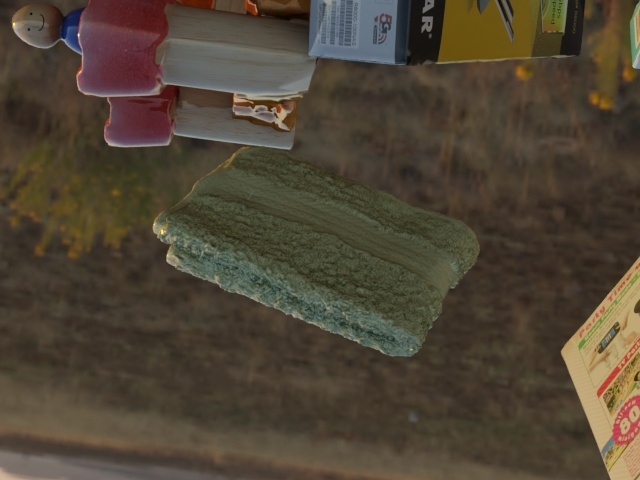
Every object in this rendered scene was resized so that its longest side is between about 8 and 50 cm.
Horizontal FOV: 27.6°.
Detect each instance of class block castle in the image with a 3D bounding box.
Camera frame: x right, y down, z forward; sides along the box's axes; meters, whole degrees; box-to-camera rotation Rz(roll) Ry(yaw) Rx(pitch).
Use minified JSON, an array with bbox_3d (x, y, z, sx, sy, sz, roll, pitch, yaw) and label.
[{"bbox_3d":[-0.094,-0.305,0.995,0.213,0.453,0.303,7,174,-4],"label":"block castle"}]

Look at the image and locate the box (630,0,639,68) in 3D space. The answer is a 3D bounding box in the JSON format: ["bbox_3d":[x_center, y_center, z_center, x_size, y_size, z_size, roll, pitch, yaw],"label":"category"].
[{"bbox_3d":[0.441,-0.212,1.295,0.244,0.060,0.100,4,155,-1],"label":"box"}]

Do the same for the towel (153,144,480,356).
[{"bbox_3d":[0.000,0.000,0.668,0.148,0.110,0.027,24,130,13],"label":"towel"}]

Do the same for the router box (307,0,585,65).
[{"bbox_3d":[0.099,-0.273,0.865,0.081,0.308,0.243,11,-165,35],"label":"router box"}]

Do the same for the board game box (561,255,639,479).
[{"bbox_3d":[0.268,0.078,0.771,0.098,0.224,0.303,29,-159,-14],"label":"board game box"}]
